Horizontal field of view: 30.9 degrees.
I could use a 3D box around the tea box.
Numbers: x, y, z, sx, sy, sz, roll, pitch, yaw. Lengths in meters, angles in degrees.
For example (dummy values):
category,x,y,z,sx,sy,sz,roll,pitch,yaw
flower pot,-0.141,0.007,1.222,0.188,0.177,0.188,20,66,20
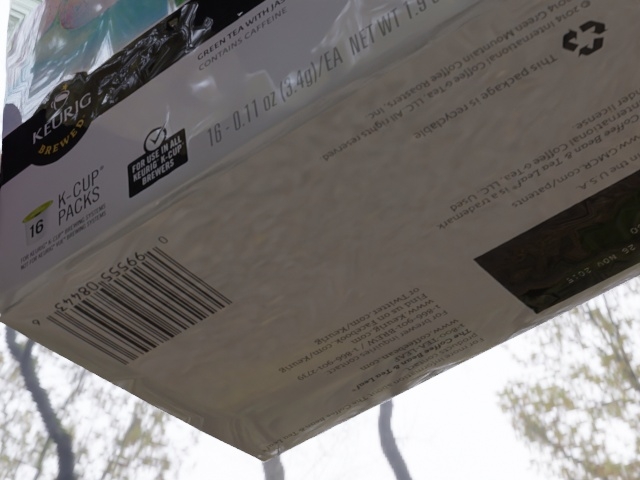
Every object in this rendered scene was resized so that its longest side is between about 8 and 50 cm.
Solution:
category,x,y,z,sx,sy,sz,roll,pitch,yaw
tea box,0.015,-0.111,0.640,0.329,0.323,0.220,-30,-44,22
